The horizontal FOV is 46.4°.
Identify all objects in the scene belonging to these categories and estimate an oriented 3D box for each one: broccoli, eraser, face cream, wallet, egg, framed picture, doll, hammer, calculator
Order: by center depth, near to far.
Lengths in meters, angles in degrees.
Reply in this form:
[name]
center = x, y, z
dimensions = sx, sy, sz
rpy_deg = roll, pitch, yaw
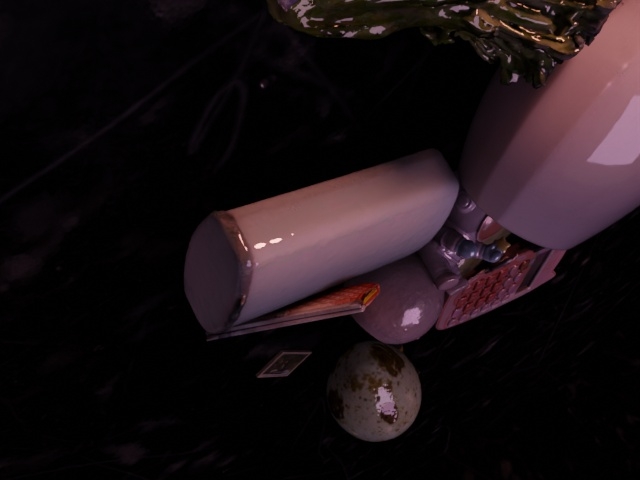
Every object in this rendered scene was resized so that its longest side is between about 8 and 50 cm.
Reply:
[broccoli]
center = 0.100, -0.205, 0.625
dimensions = 0.304, 0.145, 0.164
rpy_deg = -8, 140, -24
[face cream]
center = 0.322, -0.171, 0.819
dimensions = 0.357, 0.219, 0.312
rpy_deg = -55, 160, 24
[eraser]
center = 0.000, 0.000, 0.841
dimensions = 0.290, 0.104, 0.189
rpy_deg = -20, 157, -32
[wallet]
center = -0.031, 0.082, 0.895
dimensions = 0.197, 0.020, 0.103
rpy_deg = -12, -173, 19
[doll]
center = 0.157, 0.011, 1.034
dimensions = 0.287, 0.151, 0.151
rpy_deg = -49, 152, 11
[framed picture]
center = -0.059, 0.201, 1.216
dimensions = 0.066, 0.006, 0.089
rpy_deg = -45, 153, 16
[egg]
center = 0.093, 0.262, 1.323
dimensions = 0.169, 0.169, 0.231
rpy_deg = -31, 145, -11
[hammer]
center = 0.148, 0.203, 1.412
dimensions = 0.021, 0.078, 0.201
rpy_deg = -37, 148, -5
[calculator]
center = 0.357, 0.077, 1.484
dimensions = 0.330, 0.048, 0.220
rpy_deg = -23, 152, -21

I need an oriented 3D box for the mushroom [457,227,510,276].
[mushroom]
center = 0.213, 0.011, 1.162
dimensions = 0.312, 0.081, 0.100
rpy_deg = -43, 157, 3

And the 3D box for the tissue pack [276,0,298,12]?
[tissue pack]
center = 0.055, -0.307, 0.385
dimensions = 0.344, 0.125, 0.242
rpy_deg = -35, 155, 1
